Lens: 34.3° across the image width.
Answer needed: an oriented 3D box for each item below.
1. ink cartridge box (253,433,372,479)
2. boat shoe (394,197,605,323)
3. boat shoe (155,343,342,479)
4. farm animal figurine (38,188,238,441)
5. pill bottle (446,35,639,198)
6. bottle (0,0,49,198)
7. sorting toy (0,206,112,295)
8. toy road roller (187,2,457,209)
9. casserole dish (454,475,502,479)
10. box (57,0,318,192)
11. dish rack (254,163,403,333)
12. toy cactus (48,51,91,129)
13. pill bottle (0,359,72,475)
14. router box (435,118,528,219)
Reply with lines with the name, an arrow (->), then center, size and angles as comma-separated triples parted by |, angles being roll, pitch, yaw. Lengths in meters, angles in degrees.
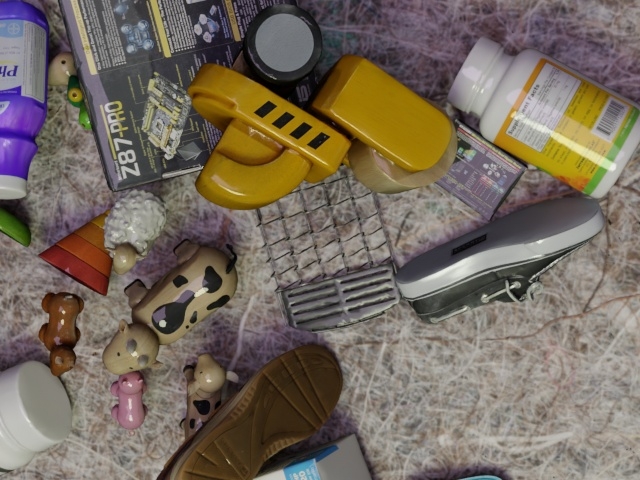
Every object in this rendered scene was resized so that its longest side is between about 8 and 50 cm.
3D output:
ink cartridge box -> -0.050, 0.406, 1.503 | 0.232, 0.171, 0.168 | -23, 84, 21
boat shoe -> 0.256, 0.039, 1.426 | 0.306, 0.113, 0.105 | -25, 111, 22
boat shoe -> -0.105, 0.265, 1.467 | 0.123, 0.342, 0.123 | -22, 105, 48
farm animal figurine -> -0.223, 0.137, 1.486 | 0.330, 0.172, 0.327 | 34, 89, -21
pill bottle -> 0.298, -0.170, 1.381 | 0.245, 0.136, 0.136 | 30, 103, 7
bottle -> -0.459, -0.204, 1.511 | 0.118, 0.092, 0.283 | -5, 78, 18
sorting toy -> -0.452, -0.059, 1.595 | 0.365, 0.127, 0.126 | 32, 80, 5
toy road roller -> -0.018, -0.121, 1.320 | 0.329, 0.202, 0.240 | 31, 83, -8
casserole dish -> 0.199, 0.407, 1.519 | 0.188, 0.037, 0.114 | -12, 87, 0
box -> -0.186, -0.292, 1.431 | 0.318, 0.097, 0.395 | -16, 96, -14
dish rack -> 0.000, 0.000, 1.505 | 0.208, 0.074, 0.271 | -15, 94, 15
toy cactus -> -0.342, -0.264, 1.530 | 0.180, 0.112, 0.219 | -7, 84, 42
pill bottle -> -0.545, 0.300, 1.623 | 0.283, 0.161, 0.161 | -25, 92, 14
router box -> 0.216, -0.101, 1.460 | 0.122, 0.038, 0.092 | 36, 104, 5
